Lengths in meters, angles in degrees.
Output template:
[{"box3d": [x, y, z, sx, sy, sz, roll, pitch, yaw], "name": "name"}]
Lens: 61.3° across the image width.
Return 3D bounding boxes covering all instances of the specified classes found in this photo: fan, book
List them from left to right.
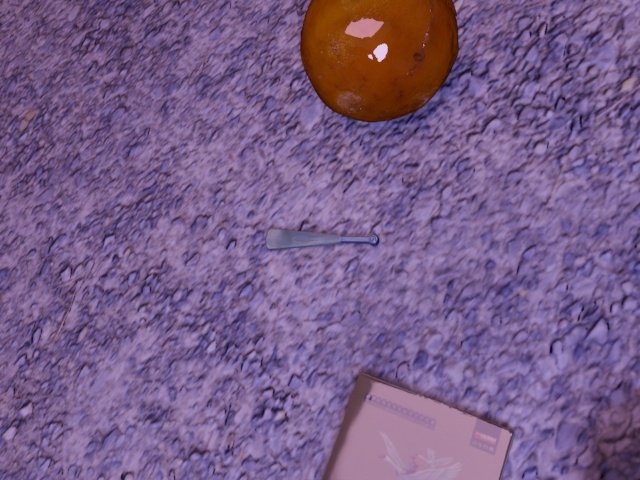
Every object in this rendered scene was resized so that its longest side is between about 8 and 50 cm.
[{"box3d": [0.000, 0.000, 0.860, 0.193, 0.016, 0.038, 1, 75, 23], "name": "fan"}, {"box3d": [0.097, 0.355, 0.694, 0.217, 0.021, 0.310, 16, 79, 25], "name": "book"}]

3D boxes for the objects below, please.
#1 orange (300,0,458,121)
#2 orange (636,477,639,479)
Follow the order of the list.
[{"box3d": [0.087, -0.299, 0.817, 0.240, 0.240, 0.240, -7, 70, 19], "name": "orange"}, {"box3d": [0.390, 0.318, 0.456, 0.274, 0.274, 0.274, -7, 70, 19], "name": "orange"}]
